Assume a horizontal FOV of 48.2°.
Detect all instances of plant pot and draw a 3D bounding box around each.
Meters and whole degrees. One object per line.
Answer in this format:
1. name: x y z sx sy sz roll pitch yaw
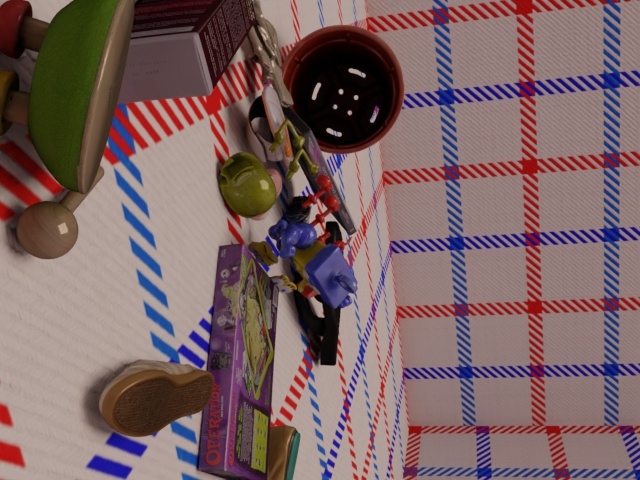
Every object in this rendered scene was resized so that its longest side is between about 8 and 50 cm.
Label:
1. plant pot: 0.052 -0.333 1.651 0.265 0.272 0.273 -54 139 -83

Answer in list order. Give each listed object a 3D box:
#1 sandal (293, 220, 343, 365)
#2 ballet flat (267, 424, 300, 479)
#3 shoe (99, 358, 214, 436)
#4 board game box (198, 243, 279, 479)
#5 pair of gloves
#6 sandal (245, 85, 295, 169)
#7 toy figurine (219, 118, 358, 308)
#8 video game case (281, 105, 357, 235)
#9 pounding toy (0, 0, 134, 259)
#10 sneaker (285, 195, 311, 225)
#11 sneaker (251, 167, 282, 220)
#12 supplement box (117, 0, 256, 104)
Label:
1. sandal: -0.006 0.139 1.617 0.446 0.107 0.168 91 4 -46
2. ballet flat: -0.083 0.433 1.219 0.080 0.073 0.232 63 33 -70
3. shoe: -0.196 0.178 0.830 0.219 0.058 0.077 27 80 -71
4. board game box: -0.124 0.204 1.153 0.208 0.056 0.347 70 20 -64
5. pair of gloves: -0.104 -0.357 1.276 0.240 0.042 0.204 26 44 -76
6. sandal: -0.095 -0.184 1.310 0.265 0.076 0.102 71 7 -73
7. toy figurine: 0.000 0.000 1.219 0.217 0.191 0.363 40 -17 43
8. video game case: -0.017 -0.156 1.460 0.196 0.026 0.274 53 -8 48
9. pounding toy: -0.244 -0.121 0.632 0.183 0.110 0.237 -95 -157 -54
10. sneaker: -0.042 -0.053 1.575 0.135 0.052 0.058 -64 152 -65
11. sneaker: -0.104 -0.105 1.303 0.134 0.051 0.070 -74 163 -45
12. supplement box: -0.170 -0.253 0.871 0.239 0.130 0.073 -76 159 -51
